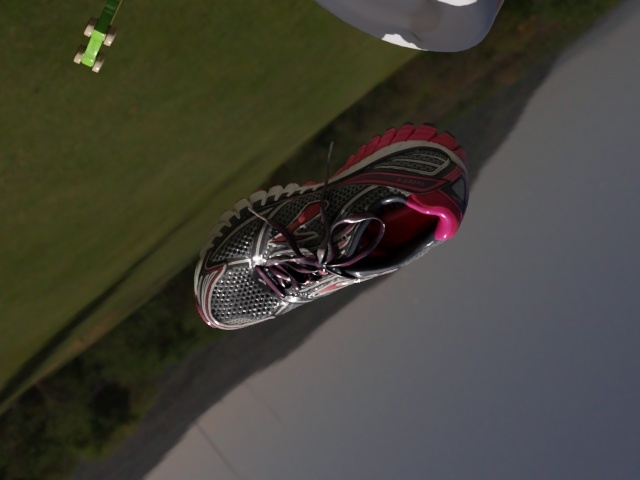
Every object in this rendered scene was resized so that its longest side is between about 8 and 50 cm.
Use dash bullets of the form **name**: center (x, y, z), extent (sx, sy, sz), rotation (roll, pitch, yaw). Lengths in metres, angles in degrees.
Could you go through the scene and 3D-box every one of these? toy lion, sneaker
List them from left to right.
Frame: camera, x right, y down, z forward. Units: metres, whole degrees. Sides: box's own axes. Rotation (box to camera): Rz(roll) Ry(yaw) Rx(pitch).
- **toy lion**: center (-0.248, -0.259, 1.402), extent (0.100, 0.034, 0.096), rotation (-45, -156, 58)
- **sneaker**: center (0.000, 0.000, 1.117), extent (0.299, 0.121, 0.112), rotation (-32, -150, 24)

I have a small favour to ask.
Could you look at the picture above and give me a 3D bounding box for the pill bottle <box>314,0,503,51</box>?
- **pill bottle**: center (0.129, -0.396, 1.122), extent (0.392, 0.224, 0.224), rotation (-64, -173, -10)
